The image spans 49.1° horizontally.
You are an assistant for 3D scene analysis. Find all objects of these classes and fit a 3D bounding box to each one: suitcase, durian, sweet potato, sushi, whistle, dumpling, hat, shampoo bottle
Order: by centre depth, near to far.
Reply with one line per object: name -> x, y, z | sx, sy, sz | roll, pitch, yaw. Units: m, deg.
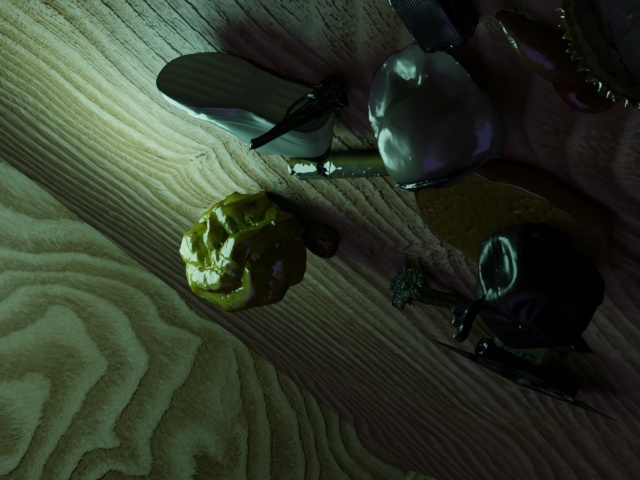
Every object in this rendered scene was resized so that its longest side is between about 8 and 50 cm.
durian -> 0.361, -0.252, 0.730 | 0.193, 0.138, 0.237 | 0, 100, 38
sweet potato -> 0.306, -0.232, 0.919 | 0.202, 0.058, 0.055 | 39, 135, -16
suitcase -> 0.151, -0.314, 0.939 | 0.086, 0.059, 0.126 | 4, 147, 48
dumpling -> 0.154, -0.171, 1.093 | 0.204, 0.163, 0.293 | 41, 161, -25
hat -> 0.362, 0.136, 1.259 | 0.238, 0.209, 0.336 | 23, 157, 10
whistle -> 0.058, -0.151, 1.380 | 0.068, 0.057, 0.326 | -9, -172, -41
shampoo bottle -> 0.489, 0.239, 1.613 | 0.162, 0.079, 0.079 | 26, 156, 13
sushi -> 0.504, 0.313, 1.727 | 0.359, 0.064, 0.343 | 28, 171, -28

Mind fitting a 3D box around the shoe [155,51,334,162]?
shoe -> -0.135, -0.244, 1.347 | 0.363, 0.132, 0.160 | 20, 160, 16

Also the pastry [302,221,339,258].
pastry -> 0.000, 0.000, 1.751 | 0.109, 0.057, 0.097 | -2, 139, 50

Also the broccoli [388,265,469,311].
broccoli -> 0.263, 0.127, 1.659 | 0.204, 0.118, 0.122 | 20, 149, -15

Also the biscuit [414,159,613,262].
biscuit -> 0.339, -0.036, 1.269 | 0.351, 0.057, 0.312 | 21, 156, 22

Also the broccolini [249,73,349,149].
broccolini -> -0.040, -0.219, 1.191 | 0.058, 0.201, 0.074 | 65, 171, -21

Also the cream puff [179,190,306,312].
cream puff -> -0.192, -0.001, 1.723 | 0.257, 0.291, 0.324 | 94, 152, -46
